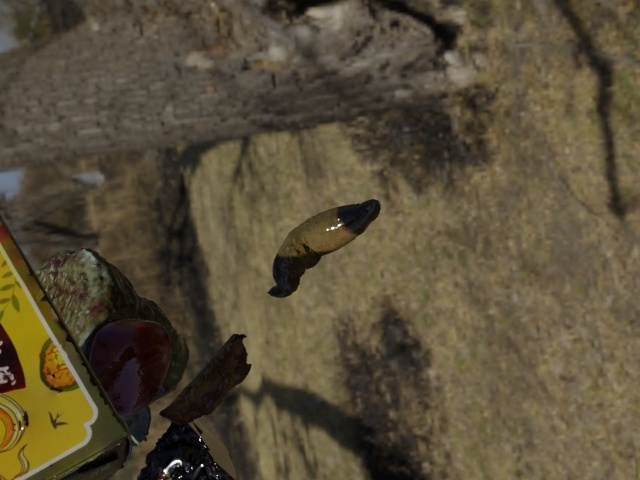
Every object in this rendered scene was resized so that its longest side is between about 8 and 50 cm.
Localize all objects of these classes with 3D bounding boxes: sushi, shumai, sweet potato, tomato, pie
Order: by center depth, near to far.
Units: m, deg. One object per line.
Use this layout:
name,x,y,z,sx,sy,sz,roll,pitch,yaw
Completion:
pie,-0.159,0.212,1.559,0.034,0.170,0.092,32,165,39
sushi,-0.234,0.400,1.777,0.153,0.150,0.172,51,176,-34
tomato,-0.341,0.217,1.790,0.082,0.166,0.174,17,-101,-55
shumai,-0.430,0.218,2.135,0.395,0.348,0.395,-28,51,41
sweet potato,-0.002,0.000,2.199,0.098,0.310,0.124,46,-168,-33

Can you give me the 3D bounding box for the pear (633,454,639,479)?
pear,0.414,0.312,1.208,0.137,0.167,0.167,26,138,21

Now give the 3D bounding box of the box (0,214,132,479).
box,-0.497,0.201,1.266,0.373,0.420,0.138,56,158,16
